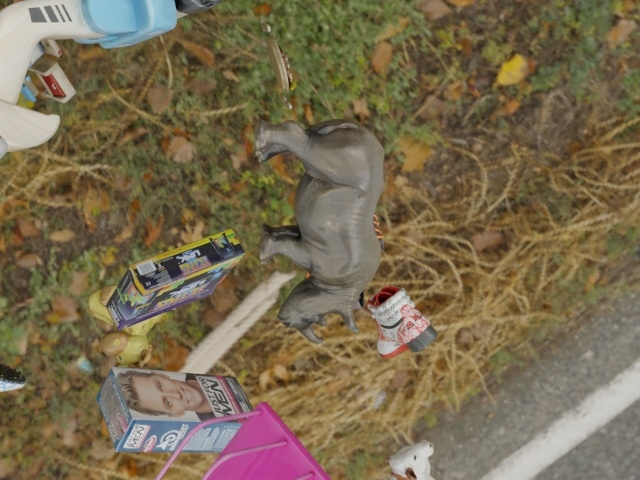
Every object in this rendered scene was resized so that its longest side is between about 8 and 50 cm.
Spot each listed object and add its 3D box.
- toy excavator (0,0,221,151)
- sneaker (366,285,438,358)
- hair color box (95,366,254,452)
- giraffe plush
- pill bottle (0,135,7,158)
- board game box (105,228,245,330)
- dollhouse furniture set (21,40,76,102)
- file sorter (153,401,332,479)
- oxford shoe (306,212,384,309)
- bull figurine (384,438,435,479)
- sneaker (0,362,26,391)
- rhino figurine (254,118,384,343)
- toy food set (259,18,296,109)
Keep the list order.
[{"bbox_3d":[-0.380,-0.381,1.333,0.445,0.222,0.433,-18,101,-40],"label":"toy excavator"},{"bbox_3d":[0.157,0.176,1.869,0.090,0.145,0.270,-37,180,-17],"label":"sneaker"},{"bbox_3d":[-0.331,0.402,1.996,0.347,0.174,0.105,12,118,-39],"label":"hair color box"},{"bbox_3d":[-0.465,0.222,2.033,0.210,0.170,0.181,12,157,-12],"label":"giraffe plush"},{"bbox_3d":[-0.445,-0.139,0.871,0.124,0.124,0.221,-40,105,7],"label":"pill bottle"},{"bbox_3d":[-0.211,0.057,1.226,0.170,0.048,0.141,-22,164,-36],"label":"board game box"},{"bbox_3d":[-0.581,-0.324,1.694,0.129,0.129,0.184,-52,144,-23],"label":"dollhouse furniture set"},{"bbox_3d":[-0.101,0.426,1.274,0.202,0.291,0.182,-54,152,18],"label":"file sorter"},{"bbox_3d":[0.061,-0.027,1.293,0.097,0.098,0.271,7,98,-67],"label":"oxford shoe"},{"bbox_3d":[0.186,0.509,1.461,0.188,0.310,0.101,20,151,-21],"label":"bull figurine"},{"bbox_3d":[-0.844,0.352,2.068,0.237,0.085,0.086,3,114,-34],"label":"sneaker"},{"bbox_3d":[0.000,0.000,0.733,0.106,0.073,0.243,-1,124,-1],"label":"rhino figurine"},{"bbox_3d":[-0.082,-0.385,1.832,0.038,0.132,0.192,-18,112,-7],"label":"toy food set"}]
